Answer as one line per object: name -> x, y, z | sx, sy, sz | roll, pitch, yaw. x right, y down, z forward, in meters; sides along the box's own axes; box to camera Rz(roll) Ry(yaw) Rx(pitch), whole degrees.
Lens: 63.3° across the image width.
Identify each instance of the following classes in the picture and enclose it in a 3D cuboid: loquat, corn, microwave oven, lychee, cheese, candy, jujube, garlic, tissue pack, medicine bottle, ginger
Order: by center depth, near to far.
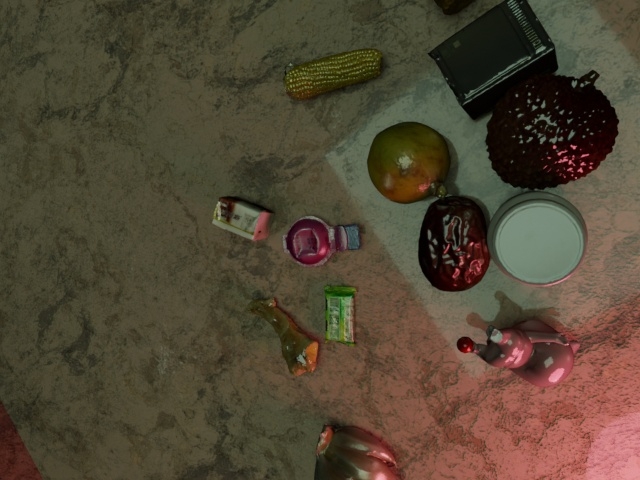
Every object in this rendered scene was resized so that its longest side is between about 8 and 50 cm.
medicine bottle -> 0.490, -0.009, 1.187 | 0.208, 0.340, 0.208 | 2, 95, 21
lychee -> 0.522, -0.254, 1.191 | 0.276, 0.276, 0.304 | 37, 126, 14
microwave oven -> 0.421, -0.437, 1.256 | 0.247, 0.188, 0.178 | -30, 79, 25
jujube -> 0.340, 0.016, 1.331 | 0.183, 0.183, 0.243 | 5, 118, 20
loquat -> 0.239, -0.189, 1.333 | 0.213, 0.213, 0.246 | -52, 55, 17
corn -> 0.036, -0.468, 1.445 | 0.293, 0.106, 0.106 | -10, 92, 17
cheese -> 0.000, 0.000, 1.523 | 0.244, 0.062, 0.155 | -7, 94, 20
garlic -> 0.094, 0.687, 1.536 | 0.292, 0.210, 0.237 | 37, 73, 18
candy -> 0.059, 0.224, 1.540 | 0.102, 0.032, 0.178 | 0, 94, 17
tissue pack -> -0.234, -0.070, 1.581 | 0.149, 0.106, 0.099 | 22, 103, 17
ginger -> -0.115, 0.289, 1.592 | 0.294, 0.086, 0.131 | 43, 117, 20

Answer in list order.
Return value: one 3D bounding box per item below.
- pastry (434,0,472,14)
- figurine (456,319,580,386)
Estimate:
pastry -> 0.344, -0.646, 1.259 | 0.189, 0.189, 0.103 | -42, 82, 19
figurine -> 0.497, 0.259, 1.294 | 0.288, 0.186, 0.176 | 11, 114, -16
